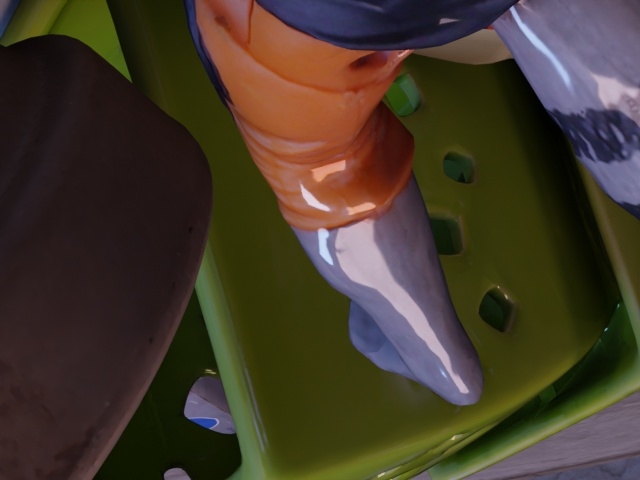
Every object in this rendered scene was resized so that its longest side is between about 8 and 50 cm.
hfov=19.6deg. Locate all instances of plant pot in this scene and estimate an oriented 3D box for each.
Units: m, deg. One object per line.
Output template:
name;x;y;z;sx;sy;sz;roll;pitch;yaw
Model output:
plant pot;0.000;0.000;0.741;0.207;0.227;0.228;-10;164;-26
plant pot;-0.199;-0.003;0.525;0.263;0.263;0.229;-25;123;41

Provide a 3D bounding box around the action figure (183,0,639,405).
action figure;0.055;-0.111;0.316;0.341;0.178;0.330;-32;147;14

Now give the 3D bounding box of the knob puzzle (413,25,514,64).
knob puzzle;0.049;-0.099;0.569;0.213;0.030;0.213;3;167;1

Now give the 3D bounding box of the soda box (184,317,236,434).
soda box;-0.115;0.074;1.160;0.092;0.083;0.263;-13;163;8
